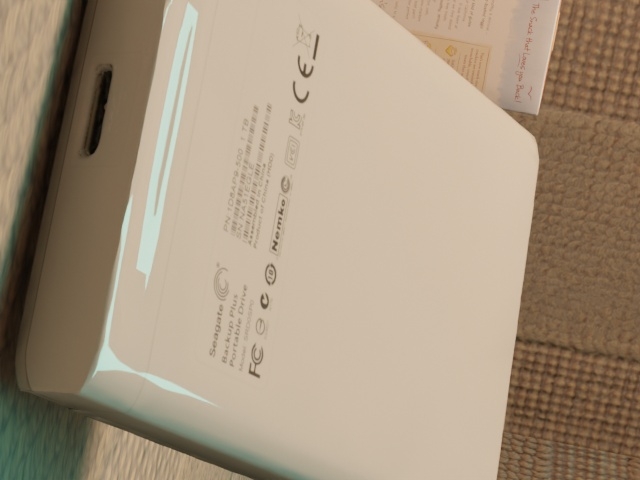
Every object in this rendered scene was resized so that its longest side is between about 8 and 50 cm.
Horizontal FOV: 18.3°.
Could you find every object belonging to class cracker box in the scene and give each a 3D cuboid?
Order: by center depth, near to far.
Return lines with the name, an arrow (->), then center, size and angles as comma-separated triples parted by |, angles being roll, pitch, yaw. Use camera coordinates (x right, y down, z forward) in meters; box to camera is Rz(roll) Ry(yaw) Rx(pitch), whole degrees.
cracker box -> 0.102, -0.214, 1.834 | 0.067, 0.232, 0.156 | -68, 169, -74

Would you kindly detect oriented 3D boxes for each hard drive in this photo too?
hard drive -> 0.000, 0.000, 0.939 | 0.353, 0.047, 0.233 | 31, 64, -54
